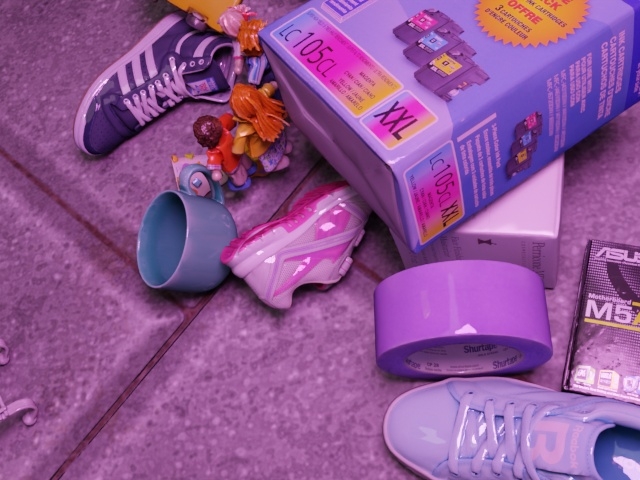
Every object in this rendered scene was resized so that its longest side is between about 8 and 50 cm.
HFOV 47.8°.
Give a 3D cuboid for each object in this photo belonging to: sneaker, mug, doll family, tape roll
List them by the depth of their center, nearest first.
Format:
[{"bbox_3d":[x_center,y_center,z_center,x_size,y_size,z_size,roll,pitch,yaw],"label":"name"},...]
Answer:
[{"bbox_3d":[0.234,0.201,0.738,0.365,0.150,0.135,3,67,18],"label":"sneaker"},{"bbox_3d":[0.152,0.093,0.789,0.188,0.189,0.080,-7,65,13],"label":"tape roll"},{"bbox_3d":[0.000,0.000,0.935,0.252,0.103,0.111,-32,103,-15],"label":"sneaker"},{"bbox_3d":[-0.079,-0.197,0.941,0.118,0.163,0.263,1,66,16],"label":"doll family"},{"bbox_3d":[-0.163,-0.005,0.957,0.158,0.097,0.130,-51,48,27],"label":"mug"},{"bbox_3d":[-0.241,-0.224,1.101,0.153,0.099,0.282,31,75,28],"label":"sneaker"}]

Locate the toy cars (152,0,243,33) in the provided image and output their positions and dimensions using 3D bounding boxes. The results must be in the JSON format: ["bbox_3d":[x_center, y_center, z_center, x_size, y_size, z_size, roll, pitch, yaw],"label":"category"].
[{"bbox_3d":[-0.092,-0.400,1.069,0.393,0.087,0.177,-8,90,14],"label":"toy cars"}]

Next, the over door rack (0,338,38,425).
[{"bbox_3d":[-0.575,0.229,0.974,0.324,0.108,0.239,-28,60,-21],"label":"over door rack"}]

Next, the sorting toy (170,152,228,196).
[{"bbox_3d":[-0.177,-0.101,1.065,0.075,0.045,0.083,-14,62,-11],"label":"sorting toy"}]

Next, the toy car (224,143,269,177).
[{"bbox_3d":[-0.023,-0.187,1.045,0.238,0.053,0.225,-4,65,14],"label":"toy car"}]

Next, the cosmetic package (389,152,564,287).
[{"bbox_3d":[0.192,-0.044,0.860,0.183,0.151,0.152,4,67,19],"label":"cosmetic package"}]

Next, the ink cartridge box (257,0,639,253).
[{"bbox_3d":[0.172,-0.211,0.786,0.395,0.151,0.270,-33,54,-10],"label":"ink cartridge box"}]

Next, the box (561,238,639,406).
[{"bbox_3d":[0.379,0.101,0.801,0.190,0.045,0.184,11,72,20],"label":"box"}]
